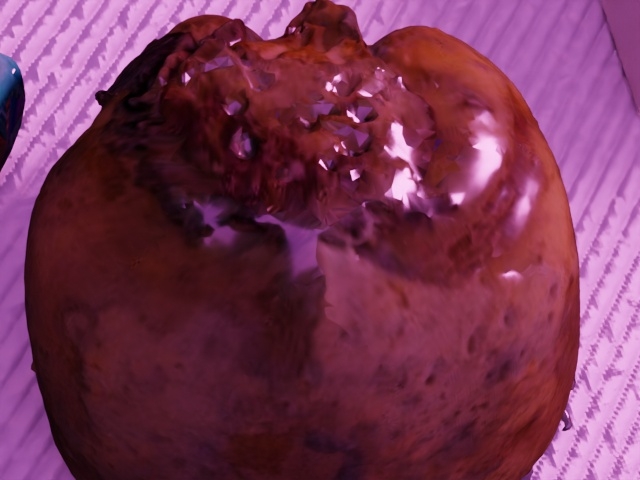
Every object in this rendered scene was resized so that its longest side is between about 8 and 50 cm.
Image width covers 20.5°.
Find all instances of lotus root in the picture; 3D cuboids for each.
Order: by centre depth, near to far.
[{"bbox_3d":[0.000,0.000,0.770,0.272,0.192,0.272,2,59,-3],"label":"lotus root"}]

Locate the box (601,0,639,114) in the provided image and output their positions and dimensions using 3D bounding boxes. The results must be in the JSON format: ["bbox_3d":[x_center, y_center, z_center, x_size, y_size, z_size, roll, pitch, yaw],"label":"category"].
[{"bbox_3d":[0.237,-0.209,0.943,0.195,0.111,0.260,-9,68,-13],"label":"box"}]

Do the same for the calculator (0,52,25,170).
[{"bbox_3d":[-0.293,-0.022,0.790,0.248,0.058,0.274,23,64,3],"label":"calculator"}]
